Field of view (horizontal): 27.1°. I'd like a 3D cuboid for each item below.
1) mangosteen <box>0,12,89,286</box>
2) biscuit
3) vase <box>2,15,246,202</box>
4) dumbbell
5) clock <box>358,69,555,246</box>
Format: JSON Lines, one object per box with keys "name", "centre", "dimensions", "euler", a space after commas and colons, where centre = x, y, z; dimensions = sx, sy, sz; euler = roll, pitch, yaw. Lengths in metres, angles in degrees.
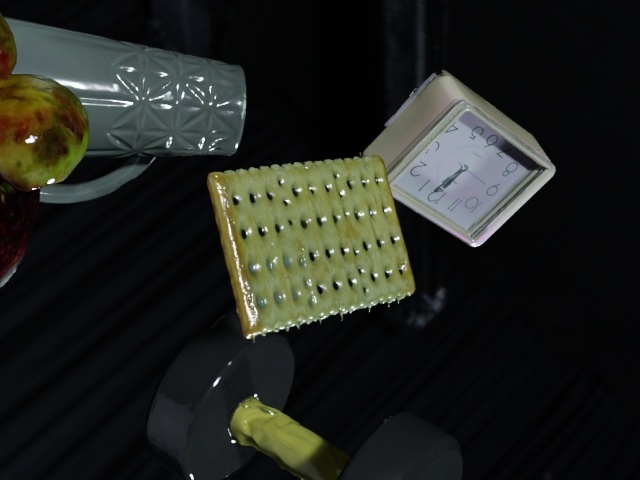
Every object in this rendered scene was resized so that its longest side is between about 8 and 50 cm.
{"name": "mangosteen", "centre": [-0.375, -0.077, 1.130], "dimensions": [0.330, 0.330, 0.330], "euler": [37, -28, 24]}
{"name": "biscuit", "centre": [0.000, 0.000, 1.111], "dimensions": [0.016, 0.231, 0.139], "euler": [-17, -95, 38]}
{"name": "vase", "centre": [-0.238, -0.142, 1.424], "dimensions": [0.156, 0.301, 0.251], "euler": [-106, -156, -50]}
{"name": "dumbbell", "centre": [-0.019, 0.239, 1.510], "dimensions": [0.322, 0.204, 0.203], "euler": [28, -32, 26]}
{"name": "clock", "centre": [0.160, -0.090, 1.541], "dimensions": [0.192, 0.147, 0.071], "euler": [30, 23, -40]}
